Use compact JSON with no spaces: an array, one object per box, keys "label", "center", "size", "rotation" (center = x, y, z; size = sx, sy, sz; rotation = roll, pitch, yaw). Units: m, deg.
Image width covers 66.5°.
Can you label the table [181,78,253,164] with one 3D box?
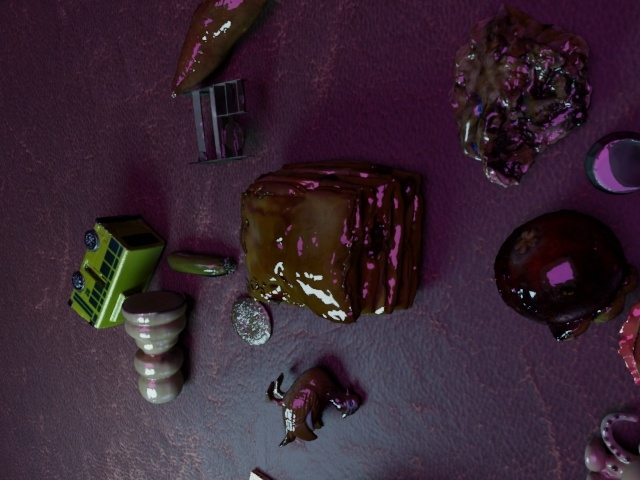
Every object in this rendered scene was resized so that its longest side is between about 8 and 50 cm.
[{"label":"table","center":[-0.198,-0.233,0.980],"size":[0.175,0.062,0.146],"rotation":[0,98,31]}]

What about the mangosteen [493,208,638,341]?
[{"label":"mangosteen","center":[0.338,0.050,0.670],"size":[0.180,0.166,0.166],"rotation":[38,117,-7]}]

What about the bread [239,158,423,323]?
[{"label":"bread","center":[0.000,0.000,0.843],"size":[0.325,0.167,0.277],"rotation":[6,101,28]}]

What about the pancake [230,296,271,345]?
[{"label":"pancake","center":[-0.152,0.174,1.051],"size":[0.115,0.011,0.114],"rotation":[5,101,29]}]

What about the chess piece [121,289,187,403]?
[{"label":"chess piece","center":[-0.376,0.258,1.134],"size":[0.143,0.143,0.260],"rotation":[9,107,29]}]

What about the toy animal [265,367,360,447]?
[{"label":"toy animal","center":[-0.021,0.342,0.968],"size":[0.179,0.089,0.188],"rotation":[17,102,11]}]

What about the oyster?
[{"label":"oyster","center":[0.268,-0.217,0.704],"size":[0.223,0.083,0.214],"rotation":[49,116,22]}]

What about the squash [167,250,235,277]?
[{"label":"squash","center":[-0.268,0.053,1.080],"size":[0.184,0.052,0.052],"rotation":[6,101,26]}]

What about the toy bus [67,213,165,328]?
[{"label":"toy bus","center":[-0.488,0.080,1.165],"size":[0.150,0.128,0.262],"rotation":[38,114,20]}]

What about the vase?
[{"label":"vase","center":[0.362,-0.092,0.587],"size":[0.086,0.214,0.086],"rotation":[6,101,30]}]

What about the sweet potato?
[{"label":"sweet potato","center":[-0.181,-0.423,0.923],"size":[0.354,0.095,0.106],"rotation":[-42,32,27]}]

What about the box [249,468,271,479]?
[{"label":"box","center":[-0.122,0.564,1.098],"size":[0.093,0.015,0.058],"rotation":[21,110,26]}]

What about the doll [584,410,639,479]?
[{"label":"doll","center":[0.506,0.335,0.645],"size":[0.278,0.119,0.154],"rotation":[11,103,38]}]

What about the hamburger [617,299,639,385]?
[{"label":"hamburger","center":[0.470,0.121,0.606],"size":[0.175,0.137,0.175],"rotation":[9,108,31]}]
